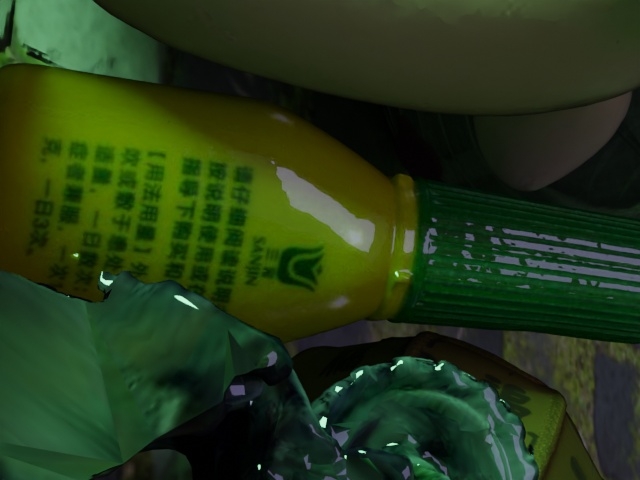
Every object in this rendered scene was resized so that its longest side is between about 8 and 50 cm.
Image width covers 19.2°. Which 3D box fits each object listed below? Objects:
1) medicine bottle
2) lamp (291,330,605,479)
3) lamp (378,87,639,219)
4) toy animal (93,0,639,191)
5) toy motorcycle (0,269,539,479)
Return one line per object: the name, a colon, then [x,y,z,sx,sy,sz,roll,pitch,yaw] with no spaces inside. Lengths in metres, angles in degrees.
medicine bottle: [0.000,0.000,0.669,0.260,0.064,0.095,8,106,-12]
lamp: [0.022,0.134,0.706,0.161,0.161,0.185,56,46,-27]
lamp: [0.135,-0.099,0.846,0.233,0.233,0.265,-43,110,-48]
toy animal: [0.020,-0.150,0.648,0.256,0.195,0.213,11,74,-11]
toy motorcycle: [-0.072,0.084,0.575,0.270,0.106,0.159,18,80,-5]
